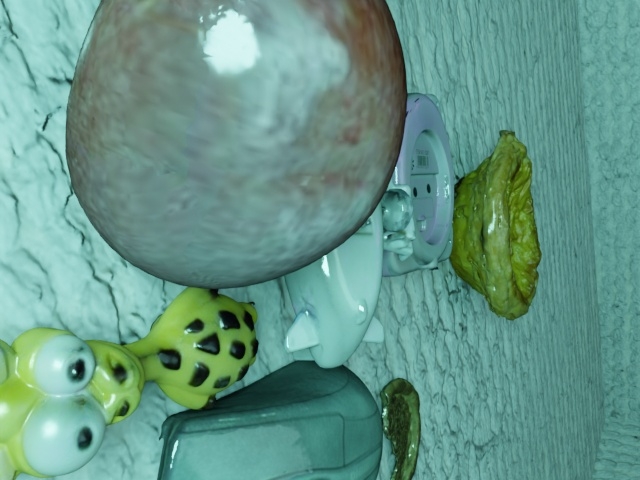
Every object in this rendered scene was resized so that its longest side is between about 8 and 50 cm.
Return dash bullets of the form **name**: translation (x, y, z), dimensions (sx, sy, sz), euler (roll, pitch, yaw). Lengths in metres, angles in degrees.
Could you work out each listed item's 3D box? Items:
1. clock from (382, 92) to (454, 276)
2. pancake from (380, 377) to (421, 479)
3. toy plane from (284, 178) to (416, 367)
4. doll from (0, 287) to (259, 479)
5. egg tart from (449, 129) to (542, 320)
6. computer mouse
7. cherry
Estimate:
- **clock**: translation (0.114, -0.080, 0.937), dimensions (0.228, 0.090, 0.247), euler (-10, 99, -59)
- **pancake**: translation (0.113, 0.296, 1.017), dimensions (0.184, 0.020, 0.190), euler (-59, 138, -37)
- **toy plane**: translation (0.004, -0.001, 0.714), dimensions (0.267, 0.123, 0.266), euler (5, 82, -38)
- **doll**: translation (-0.142, 0.096, 0.519), dimensions (0.291, 0.086, 0.117), euler (-8, 95, -58)
- **egg tart**: translation (0.312, -0.022, 1.228), dimensions (0.341, 0.129, 0.341), euler (0, 90, -59)
- **computer mouse**: translation (-0.029, 0.230, 0.692), dimensions (0.371, 0.122, 0.188), euler (-6, 96, -55)
- **cherry**: translation (-0.052, -0.098, 0.500), dimensions (0.261, 0.221, 0.307), euler (-30, 147, -34)
